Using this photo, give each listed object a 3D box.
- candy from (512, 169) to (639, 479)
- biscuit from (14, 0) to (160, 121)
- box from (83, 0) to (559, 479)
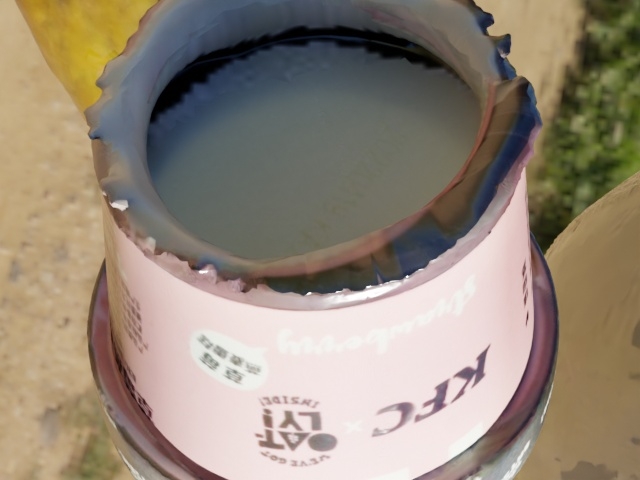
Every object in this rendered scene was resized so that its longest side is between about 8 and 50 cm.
[{"bbox_3d":[0.207,0.040,0.791,0.185,0.295,0.295,54,53,-33],"label":"candy"},{"bbox_3d":[-0.044,-0.111,0.671,0.066,0.220,0.220,-33,128,-34],"label":"biscuit"},{"bbox_3d":[0.000,0.000,0.524,0.151,0.151,0.135,-58,160,-31],"label":"box"}]
